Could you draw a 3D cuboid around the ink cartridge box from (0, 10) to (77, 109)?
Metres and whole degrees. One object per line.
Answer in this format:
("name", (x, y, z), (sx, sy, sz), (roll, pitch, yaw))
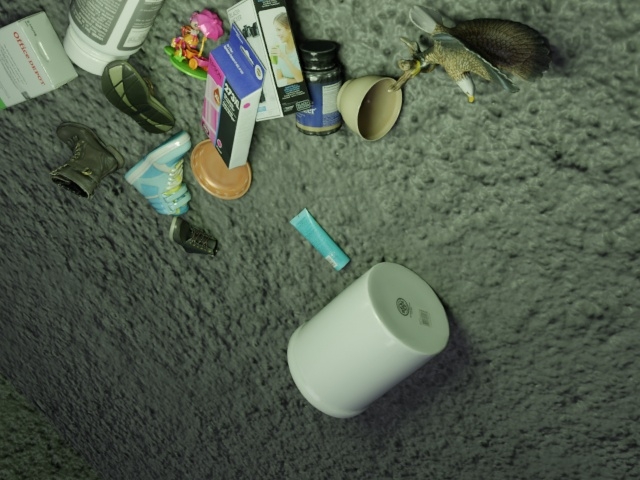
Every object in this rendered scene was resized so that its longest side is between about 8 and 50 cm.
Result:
("ink cartridge box", (-0.906, -0.533, 2.064), (0.289, 0.121, 0.211), (-9, 118, 29))

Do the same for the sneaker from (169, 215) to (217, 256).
("sneaker", (-0.396, -0.014, 2.175), (0.118, 0.083, 0.222), (11, 164, 8))

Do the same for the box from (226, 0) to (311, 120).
("box", (-0.129, -0.450, 1.699), (0.169, 0.087, 0.290), (12, 119, 61))

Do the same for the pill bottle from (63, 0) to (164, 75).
("pill bottle", (-0.527, -0.614, 1.783), (0.204, 0.204, 0.361), (41, 129, -5))

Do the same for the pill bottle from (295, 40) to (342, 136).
("pill bottle", (-0.006, -0.387, 1.750), (0.123, 0.123, 0.219), (11, 126, 18))

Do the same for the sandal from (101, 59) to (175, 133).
("sandal", (-0.515, -0.407, 1.936), (0.120, 0.086, 0.303), (-12, 154, 11))

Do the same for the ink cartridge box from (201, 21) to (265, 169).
("ink cartridge box", (-0.233, -0.366, 1.797), (0.176, 0.069, 0.371), (57, 150, 21))

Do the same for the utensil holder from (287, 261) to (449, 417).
("utensil holder", (0.137, 0.290, 2.019), (0.327, 0.327, 0.385), (40, 127, -5))

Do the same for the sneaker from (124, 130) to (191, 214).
("sneaker", (-0.439, -0.192, 2.081), (0.319, 0.127, 0.208), (-24, 108, 47))

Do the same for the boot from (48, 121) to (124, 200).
("boot", (-0.757, -0.248, 2.120), (0.263, 0.229, 0.091), (31, 129, 3))

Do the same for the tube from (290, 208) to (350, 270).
("tube", (0.000, 0.000, 2.062), (0.207, 0.052, 0.080), (47, 124, -4))

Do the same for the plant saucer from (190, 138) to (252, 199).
("plant saucer", (-0.291, -0.217, 2.052), (0.200, 0.037, 0.200), (12, 127, 17))

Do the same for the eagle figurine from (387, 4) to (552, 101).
("eagle figurine", (0.331, -0.408, 1.531), (0.298, 0.226, 0.225), (1, 161, 43))

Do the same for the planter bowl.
("planter bowl", (0.110, -0.343, 1.720), (0.109, 0.162, 0.162), (32, 135, 37))

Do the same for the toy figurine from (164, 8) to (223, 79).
("toy figurine", (-0.324, -0.538, 1.823), (0.173, 0.130, 0.159), (43, 119, 25))
